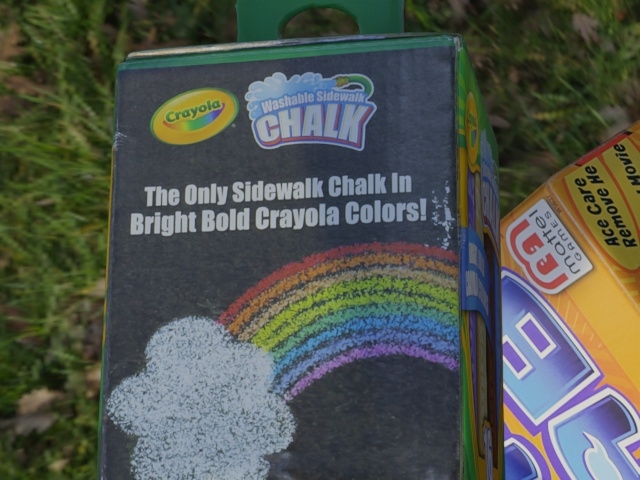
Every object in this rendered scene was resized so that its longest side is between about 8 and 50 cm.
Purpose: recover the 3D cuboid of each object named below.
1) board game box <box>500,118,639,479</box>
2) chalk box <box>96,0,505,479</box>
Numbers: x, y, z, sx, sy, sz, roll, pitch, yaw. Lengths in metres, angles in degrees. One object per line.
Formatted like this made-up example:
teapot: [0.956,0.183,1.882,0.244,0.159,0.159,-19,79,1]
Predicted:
board game box: [0.298,0.098,1.134,0.356,0.356,0.356,-31,82,-32]
chalk box: [0.000,0.000,0.795,0.180,0.179,0.288,-1,75,12]
